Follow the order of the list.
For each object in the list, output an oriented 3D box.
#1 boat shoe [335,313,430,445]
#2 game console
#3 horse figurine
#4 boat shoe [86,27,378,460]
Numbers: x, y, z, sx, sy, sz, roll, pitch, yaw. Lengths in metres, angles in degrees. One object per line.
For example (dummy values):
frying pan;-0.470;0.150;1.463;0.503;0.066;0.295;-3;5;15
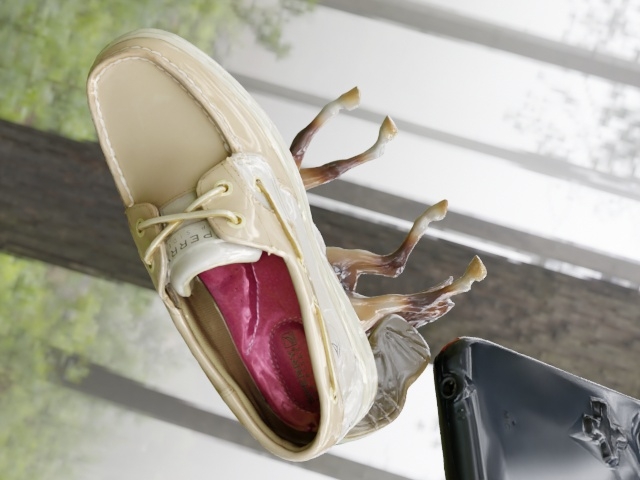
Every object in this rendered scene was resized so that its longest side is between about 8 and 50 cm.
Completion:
boat shoe;0.022;0.094;0.809;0.049;0.056;0.152;-48;170;29
game console;0.210;0.277;0.873;0.342;0.060;0.387;26;48;-42
horse figurine;0.000;0.000;0.914;0.263;0.174;0.066;50;17;-35
boat shoe;-0.034;0.002;0.476;0.063;0.170;0.059;-30;-174;18
